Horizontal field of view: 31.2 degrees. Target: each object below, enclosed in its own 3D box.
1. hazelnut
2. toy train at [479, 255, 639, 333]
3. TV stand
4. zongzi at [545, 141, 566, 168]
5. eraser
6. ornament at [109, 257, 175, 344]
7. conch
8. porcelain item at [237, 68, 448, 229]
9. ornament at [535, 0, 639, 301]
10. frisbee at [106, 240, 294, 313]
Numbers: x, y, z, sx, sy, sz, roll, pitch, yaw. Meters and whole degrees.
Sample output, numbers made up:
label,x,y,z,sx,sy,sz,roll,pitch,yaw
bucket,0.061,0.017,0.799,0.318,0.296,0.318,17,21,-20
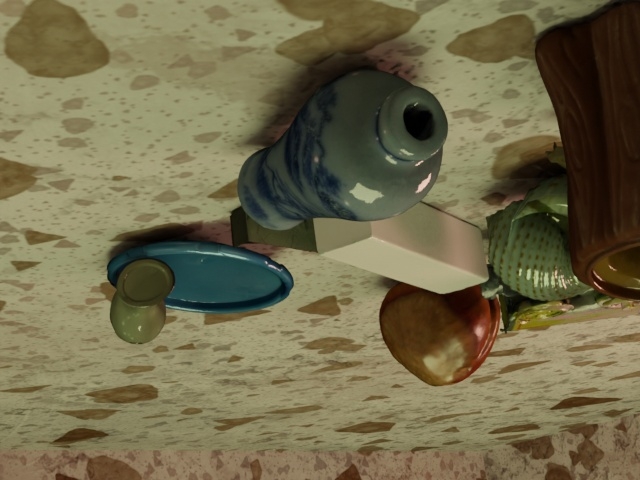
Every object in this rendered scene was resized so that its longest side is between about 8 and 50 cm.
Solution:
label,x,y,z,sx,sy,sz,roll,pitch,yaw
hazelnut,0.180,0.131,1.704,0.182,0.182,0.182,-7,162,-2
toy train,0.342,0.049,1.566,0.261,0.134,0.177,-7,162,1
TV stand,0.000,0.000,1.423,0.256,0.048,0.040,9,157,-42
zongzi,0.525,-0.058,1.329,0.467,0.218,0.500,10,175,19
eraser,0.105,0.000,1.417,0.076,0.078,0.298,-19,159,30
ornament,-0.227,0.078,1.438,0.075,0.081,0.156,-30,167,-22
conch,0.300,-0.006,1.377,0.200,0.131,0.172,13,119,-1
porcelain item,0.019,-0.076,1.079,0.141,0.141,0.259,4,167,-30
ornament,0.303,-0.069,1.011,0.235,0.217,0.221,4,158,-3
frisbee,-0.154,0.040,1.481,0.242,0.045,0.242,2,159,1
